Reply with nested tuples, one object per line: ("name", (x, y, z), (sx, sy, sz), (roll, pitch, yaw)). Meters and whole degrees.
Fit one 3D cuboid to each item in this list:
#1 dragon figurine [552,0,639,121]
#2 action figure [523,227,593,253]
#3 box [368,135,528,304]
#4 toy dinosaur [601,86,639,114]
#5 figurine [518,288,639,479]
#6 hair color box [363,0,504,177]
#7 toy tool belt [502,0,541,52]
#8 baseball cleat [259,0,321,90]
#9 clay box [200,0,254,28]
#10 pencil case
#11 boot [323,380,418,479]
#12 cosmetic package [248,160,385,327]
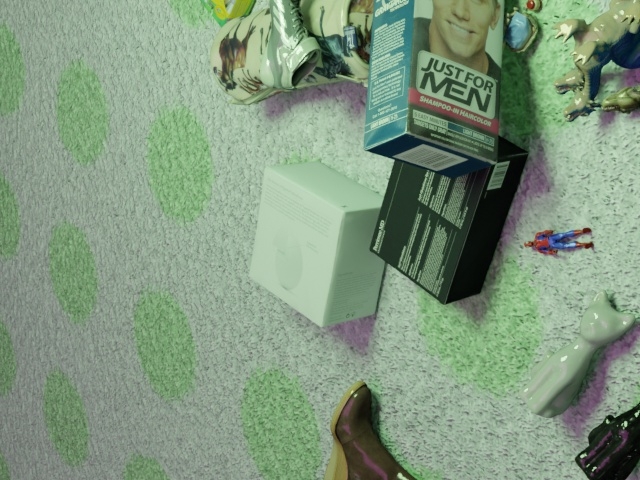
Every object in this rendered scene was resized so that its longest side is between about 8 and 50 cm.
("dragon figurine", (0.408, -0.284, 1.405), (0.289, 0.144, 0.085), (-45, 60, 23))
("action figure", (0.353, 0.001, 1.576), (0.115, 0.030, 0.038), (-9, 96, 52))
("box", (0.200, -0.059, 1.683), (0.184, 0.103, 0.261), (36, 124, 35))
("toy dinosaur", (0.475, -0.207, 1.342), (0.268, 0.118, 0.064), (9, 63, 46))
("figurine", (0.414, 0.206, 1.513), (0.215, 0.092, 0.209), (51, 124, 31))
("hair color box", (0.170, -0.283, 1.529), (0.105, 0.173, 0.348), (-17, 64, 54))
("toy tool belt", (0.295, -0.320, 1.556), (0.052, 0.051, 0.083), (39, 125, 37))
("baseball cleat", (-0.039, -0.346, 1.701), (0.109, 0.072, 0.206), (14, 100, 32))
("clay box", (-0.164, -0.535, 2.046), (0.127, 0.053, 0.222), (54, 134, 28))
("pencil case", (-0.024, -0.337, 1.841), (0.410, 0.159, 0.184), (-2, 76, 49))
("boot", (0.114, 0.399, 1.917), (0.206, 0.090, 0.249), (24, 115, 31))
("cosmetic package", (0.000, 0.000, 1.901), (0.224, 0.138, 0.225), (32, 122, 41))
